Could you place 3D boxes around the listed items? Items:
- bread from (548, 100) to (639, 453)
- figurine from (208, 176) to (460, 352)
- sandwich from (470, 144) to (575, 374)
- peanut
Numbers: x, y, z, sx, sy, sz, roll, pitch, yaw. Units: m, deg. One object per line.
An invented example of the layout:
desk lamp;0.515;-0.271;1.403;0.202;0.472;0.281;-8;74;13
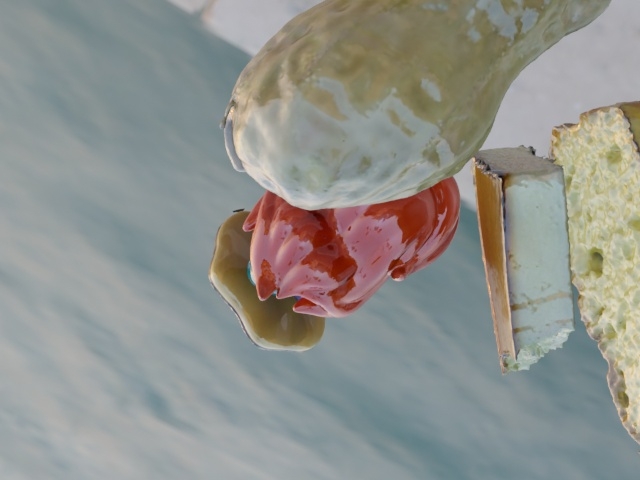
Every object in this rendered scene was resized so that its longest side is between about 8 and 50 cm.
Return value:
bread;0.349;0.021;1.725;0.179;0.340;0.194;-7;157;-24
figurine;0.007;0.007;1.905;0.208;0.181;0.257;16;149;-27
sandwich;0.147;0.017;1.370;0.058;0.162;0.193;-5;-171;0
peanut;0.077;-0.135;1.219;0.149;0.313;0.149;43;168;11
